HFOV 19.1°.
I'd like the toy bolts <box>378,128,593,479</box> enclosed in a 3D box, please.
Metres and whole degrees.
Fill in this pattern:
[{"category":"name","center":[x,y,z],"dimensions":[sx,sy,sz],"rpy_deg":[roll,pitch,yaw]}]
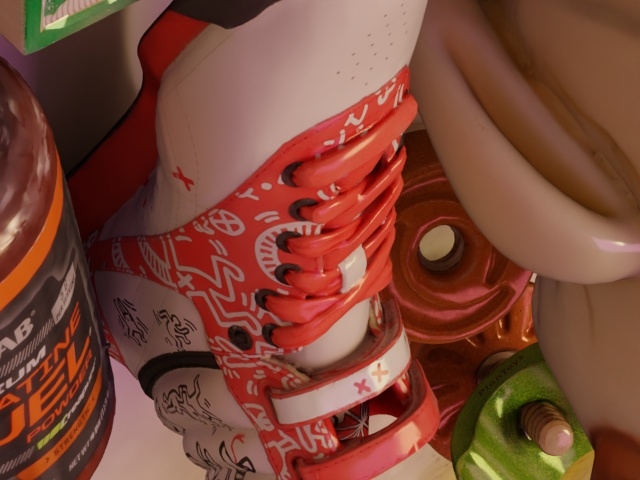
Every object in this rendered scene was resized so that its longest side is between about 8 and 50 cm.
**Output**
[{"category":"toy bolts","center":[0.108,-0.011,0.937],"dimensions":[0.228,0.158,0.218],"rpy_deg":[-39,115,2]}]

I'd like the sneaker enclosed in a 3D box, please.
[{"category":"sneaker","center":[0.001,0.000,0.591],"dimensions":[0.090,0.145,0.270],"rpy_deg":[-32,175,-30]}]

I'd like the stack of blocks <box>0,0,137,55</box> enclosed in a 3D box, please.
[{"category":"stack of blocks","center":[-0.055,-0.188,0.412],"dimensions":[0.171,0.087,0.297],"rpy_deg":[-32,150,-32]}]

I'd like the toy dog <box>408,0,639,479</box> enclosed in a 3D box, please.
[{"category":"toy dog","center":[0.194,-0.056,0.673],"dimensions":[0.284,0.395,0.408],"rpy_deg":[-41,147,-38]}]

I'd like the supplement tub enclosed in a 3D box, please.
[{"category":"supplement tub","center":[-0.122,0.008,0.559],"dimensions":[0.106,0.106,0.198],"rpy_deg":[-39,153,-20]}]
